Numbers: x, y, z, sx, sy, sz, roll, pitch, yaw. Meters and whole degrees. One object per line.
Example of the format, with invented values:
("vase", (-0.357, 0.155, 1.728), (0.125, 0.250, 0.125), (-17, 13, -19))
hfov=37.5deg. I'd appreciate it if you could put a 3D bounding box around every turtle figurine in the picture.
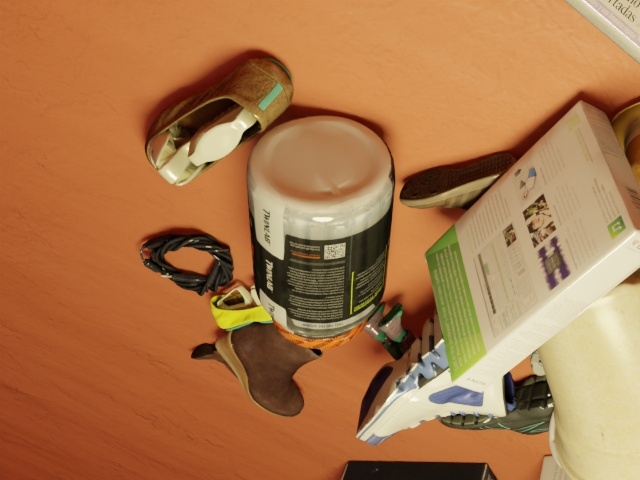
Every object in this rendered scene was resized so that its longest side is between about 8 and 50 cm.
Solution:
("turtle figurine", (0.179, 0.207, 1.612), (0.234, 0.118, 0.175), (45, 144, -14))

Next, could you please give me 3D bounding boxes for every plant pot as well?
("plant pot", (0.423, 0.129, 1.273), (0.334, 0.334, 0.305), (-12, 119, 36))

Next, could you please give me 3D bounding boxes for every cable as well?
("cable", (-0.229, 0.044, 1.686), (0.184, 0.047, 0.150), (-14, 128, 37))

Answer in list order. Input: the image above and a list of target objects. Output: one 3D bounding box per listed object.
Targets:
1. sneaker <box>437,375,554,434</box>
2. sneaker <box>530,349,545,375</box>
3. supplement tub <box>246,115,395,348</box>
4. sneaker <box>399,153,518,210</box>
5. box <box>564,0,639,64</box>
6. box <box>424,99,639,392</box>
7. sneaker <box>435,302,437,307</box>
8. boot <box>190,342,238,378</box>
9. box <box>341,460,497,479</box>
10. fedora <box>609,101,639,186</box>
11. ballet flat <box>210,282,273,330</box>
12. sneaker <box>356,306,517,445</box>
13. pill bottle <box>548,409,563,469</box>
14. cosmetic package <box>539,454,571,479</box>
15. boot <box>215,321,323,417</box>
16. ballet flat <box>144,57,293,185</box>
("sneaker", (0.330, 0.309, 1.670), (0.267, 0.101, 0.106), (-11, 132, 36))
("sneaker", (0.378, 0.192, 1.543), (0.052, 0.058, 0.135), (23, 142, 1))
("supplement tub", (0.000, 0.000, 1.392), (0.207, 0.207, 0.338), (14, 140, 12))
("sneaker", (0.201, -0.064, 1.328), (0.188, 0.066, 0.071), (-12, 131, 37))
("box", (0.376, -0.223, 1.040), (0.324, 0.067, 0.063), (35, 99, -13))
("box", (0.263, 0.012, 1.187), (0.058, 0.232, 0.322), (23, 130, -27))
("sneaker", (0.288, 0.127, 1.512), (0.221, 0.087, 0.128), (31, 151, 10))
("boot", (-0.196, 0.254, 1.925), (0.106, 0.037, 0.114), (-13, 133, 40))
("box", (0.242, 0.635, 2.028), (0.343, 0.179, 0.312), (-7, 131, 33))
("fedora", (0.443, -0.090, 1.167), (0.194, 0.079, 0.194), (14, 140, 12))
("ballet flat", (-0.115, 0.110, 1.690), (0.231, 0.077, 0.077), (-16, 111, 41))
("sneaker", (0.202, 0.237, 1.480), (0.182, 0.127, 0.315), (32, 122, -9))
("pill bottle", (0.512, 0.330, 1.543), (0.246, 0.136, 0.136), (15, 145, -20))
("cosmetic package", (0.610, 0.500, 1.648), (0.453, 0.230, 0.161), (-14, 129, 39))
("boot", (-0.069, 0.245, 1.802), (0.207, 0.090, 0.248), (-20, 121, 44))
("ballet flat", (-0.172, -0.147, 1.373), (0.342, 0.124, 0.116), (-22, 123, 43))
